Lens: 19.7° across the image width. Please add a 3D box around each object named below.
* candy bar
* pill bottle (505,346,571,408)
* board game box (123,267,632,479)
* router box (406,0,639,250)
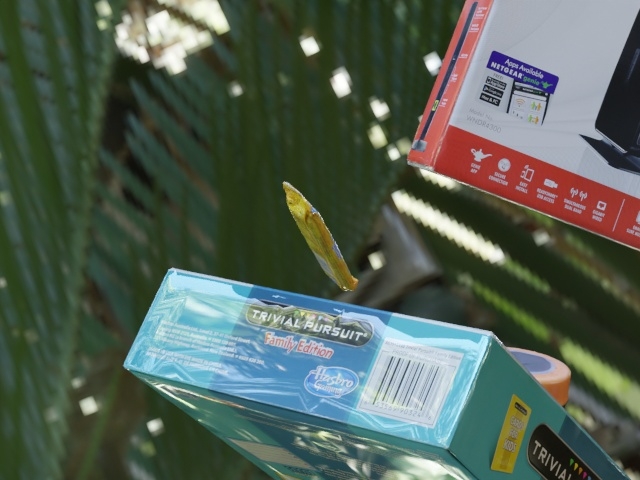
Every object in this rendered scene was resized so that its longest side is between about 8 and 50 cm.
[{"bbox_3d":[0.000,0.000,1.646,0.018,0.040,0.161,-44,-32,-9],"label":"candy bar"},{"bbox_3d":[0.152,0.218,1.574,0.130,0.130,0.246,-6,-71,-41],"label":"pill bottle"},{"bbox_3d":[0.066,0.144,1.242,0.253,0.079,0.336,11,-22,37],"label":"board game box"},{"bbox_3d":[0.286,-0.152,1.695,0.335,0.301,0.082,19,2,-15],"label":"router box"}]
